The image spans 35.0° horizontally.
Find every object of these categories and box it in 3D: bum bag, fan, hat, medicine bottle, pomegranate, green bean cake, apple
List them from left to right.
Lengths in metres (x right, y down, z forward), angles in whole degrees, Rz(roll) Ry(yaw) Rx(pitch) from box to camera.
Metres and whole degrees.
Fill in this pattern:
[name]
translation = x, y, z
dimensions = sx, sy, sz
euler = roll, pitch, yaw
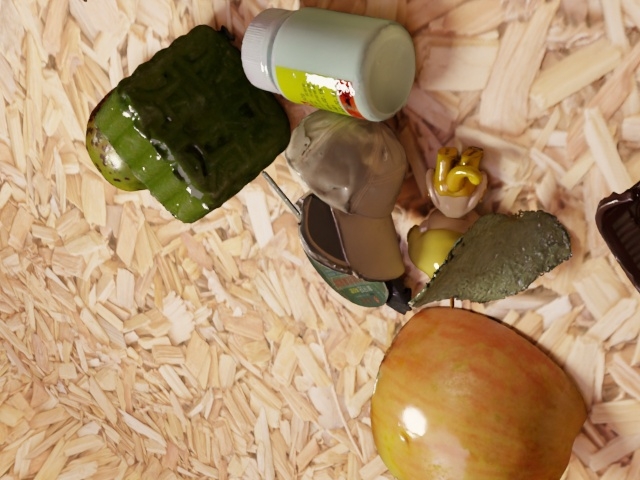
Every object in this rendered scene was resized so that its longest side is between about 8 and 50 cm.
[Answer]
[pomegranate]
translation = -0.325, -0.199, 1.851
dimensions = 0.198, 0.246, 0.198
euler = 1, 121, 2
[green bean cake]
translation = -0.196, -0.187, 1.628
dimensions = 0.250, 0.247, 0.156
euler = 51, 146, -7
[fan]
translation = 0.007, 0.021, 1.776
dimensions = 0.294, 0.012, 0.223
euler = 40, 159, 19
[medicine bottle]
translation = 0.011, -0.253, 1.426
dimensions = 0.225, 0.139, 0.139
euler = 19, 138, 35
[hat]
translation = 0.060, -0.070, 1.500
dimensions = 0.161, 0.232, 0.275
euler = -18, 97, 28
[bum bag]
translation = 0.106, 0.045, 1.724
dimensions = 0.198, 0.049, 0.087
euler = 60, 169, -21
[apple]
translation = 0.260, 0.286, 1.688
dimensions = 0.309, 0.314, 0.252
euler = 21, -177, 42

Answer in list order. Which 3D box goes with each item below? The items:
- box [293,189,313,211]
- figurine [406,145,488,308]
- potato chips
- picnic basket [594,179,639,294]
[box]
translation = 0.005, -0.032, 1.759
dimensions = 0.117, 0.036, 0.050
euler = 46, 148, 1
[figurine]
translation = 0.200, -0.018, 1.493
dimensions = 0.156, 0.131, 0.247
euler = 3, 122, 14
[potato chips]
translation = 0.238, 0.035, 1.431
dimensions = 0.059, 0.228, 0.167
euler = -119, 28, -50
[picnic basket]
translation = 0.485, 0.018, 1.194
dimensions = 0.297, 0.129, 0.222
euler = 52, 148, -7
